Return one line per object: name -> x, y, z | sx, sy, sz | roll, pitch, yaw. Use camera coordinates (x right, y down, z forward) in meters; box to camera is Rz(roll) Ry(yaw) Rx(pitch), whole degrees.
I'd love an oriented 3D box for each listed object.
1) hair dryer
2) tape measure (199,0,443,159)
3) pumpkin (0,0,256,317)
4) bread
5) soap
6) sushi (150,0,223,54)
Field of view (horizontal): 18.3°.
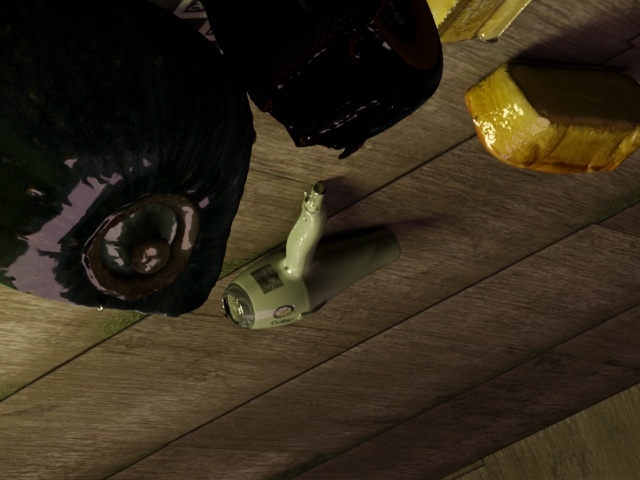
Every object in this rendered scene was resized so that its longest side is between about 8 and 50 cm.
hair dryer -> 0.015, 0.005, 2.239 | 0.219, 0.088, 0.225 | -11, 145, -46
tape measure -> -0.001, -0.168, 1.489 | 0.135, 0.202, 0.223 | -30, 177, 23
pumpkin -> -0.183, -0.101, 1.461 | 0.293, 0.263, 0.197 | 11, 115, -41
bread -> 0.245, -0.128, 2.034 | 0.245, 0.102, 0.094 | -1, 147, -47
soap -> 0.169, -0.245, 1.719 | 0.092, 0.037, 0.252 | -10, 158, -30
sushi -> -0.155, -0.141, 1.670 | 0.210, 0.040, 0.192 | -3, 155, -42
